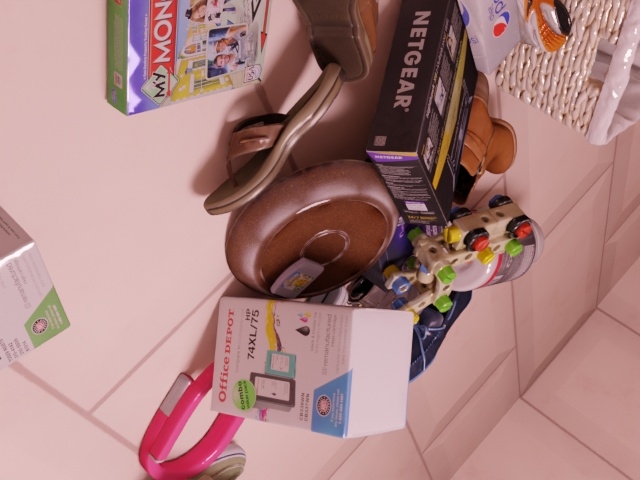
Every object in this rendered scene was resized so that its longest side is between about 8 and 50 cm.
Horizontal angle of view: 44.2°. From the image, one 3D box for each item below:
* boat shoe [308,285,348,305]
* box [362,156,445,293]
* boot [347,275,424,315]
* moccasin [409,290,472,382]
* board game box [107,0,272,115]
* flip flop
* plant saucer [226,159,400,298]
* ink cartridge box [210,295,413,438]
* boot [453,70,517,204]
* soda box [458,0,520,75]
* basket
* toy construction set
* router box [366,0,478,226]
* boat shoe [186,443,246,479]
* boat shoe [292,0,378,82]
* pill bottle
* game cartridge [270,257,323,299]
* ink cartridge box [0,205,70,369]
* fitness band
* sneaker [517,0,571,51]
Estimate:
[{"bbox_3d":[-0.014,0.180,1.522,0.226,0.083,0.076,-52,148,-4],"label":"boat shoe"},{"bbox_3d":[0.137,-0.049,1.486,0.184,0.103,0.261,-41,147,-16],"label":"box"},{"bbox_3d":[0.114,0.153,1.684,0.263,0.091,0.229,-57,144,-2],"label":"boot"},{"bbox_3d":[0.236,0.181,1.844,0.342,0.138,0.117,-53,148,-30],"label":"moccasin"},{"bbox_3d":[-0.142,-0.314,0.903,0.213,0.046,0.317,-25,139,-40],"label":"board game box"},{"bbox_3d":[-0.076,-0.150,1.110,0.080,0.112,0.277,38,102,-20],"label":"flip flop"},{"bbox_3d":[0.000,0.000,1.291,0.311,0.050,0.310,-16,142,-13],"label":"plant saucer"},{"bbox_3d":[-0.014,0.202,1.311,0.197,0.270,0.198,10,83,-55],"label":"ink cartridge box"},{"bbox_3d":[0.300,-0.156,1.501,0.283,0.109,0.220,61,38,-52],"label":"boot"},{"bbox_3d":[0.257,-0.409,1.298,0.098,0.091,0.286,-48,149,-11],"label":"soda box"},{"bbox_3d":[0.559,-0.422,1.521,0.331,0.266,0.328,-31,142,-32],"label":"basket"},{"bbox_3d":[0.276,0.020,1.484,0.328,0.151,0.215,-30,150,-36],"label":"toy construction set"},{"bbox_3d":[0.172,-0.211,1.261,0.243,0.081,0.308,53,47,-58],"label":"router box"},{"bbox_3d":[-0.252,0.498,1.507,0.302,0.094,0.109,-26,139,-38],"label":"boat shoe"},{"bbox_3d":[0.019,-0.348,1.039,0.307,0.111,0.104,80,24,-61],"label":"boat shoe"},{"bbox_3d":[0.389,0.014,1.808,0.318,0.176,0.176,-6,125,-51],"label":"pill bottle"},{"bbox_3d":[-0.040,0.063,1.288,0.056,0.017,0.083,24,120,-42],"label":"game cartridge"},{"bbox_3d":[-0.416,0.086,0.882,0.219,0.092,0.160,-36,144,-27],"label":"ink cartridge box"},{"bbox_3d":[-0.209,0.319,1.429,0.291,0.054,0.209,-58,149,10],"label":"fitness band"},{"bbox_3d":[0.336,-0.444,1.374,0.099,0.121,0.262,-42,123,-17],"label":"sneaker"}]
